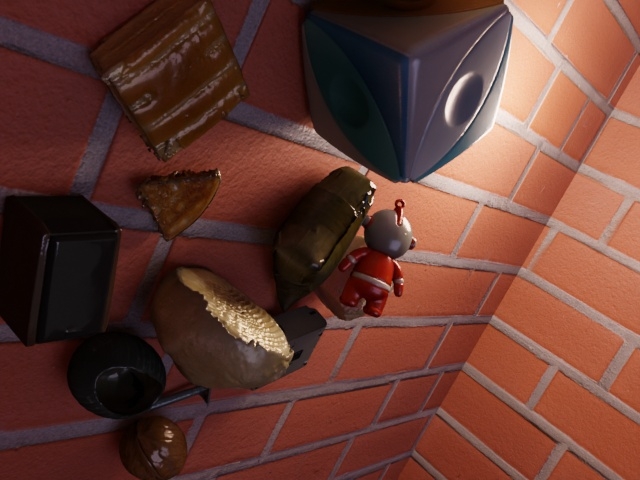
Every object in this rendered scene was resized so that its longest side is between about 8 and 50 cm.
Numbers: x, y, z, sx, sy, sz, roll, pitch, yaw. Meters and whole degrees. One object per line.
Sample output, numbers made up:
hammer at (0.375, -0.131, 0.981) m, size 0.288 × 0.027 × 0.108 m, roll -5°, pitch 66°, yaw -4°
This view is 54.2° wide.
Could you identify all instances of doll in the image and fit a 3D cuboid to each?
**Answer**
doll at (0.162, 0.037, 1.725) m, size 0.200 × 0.105 × 0.336 m, roll 24°, pitch 80°, yaw -13°

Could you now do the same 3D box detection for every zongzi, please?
zongzi at (0.000, 0.000, 1.729) m, size 0.356 × 0.174 × 0.393 m, roll -52°, pitch 168°, yaw -25°

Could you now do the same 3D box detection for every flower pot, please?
flower pot at (-0.460, 0.305, 1.421) m, size 0.189 × 0.157 × 0.243 m, roll -47°, pitch 145°, yaw -8°

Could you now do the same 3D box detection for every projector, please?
projector at (-0.118, 0.315, 1.839) m, size 0.250 × 0.108 × 0.198 m, roll -15°, pitch 141°, yaw -42°

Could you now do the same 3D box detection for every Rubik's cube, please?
Rubik's cube at (0.191, -0.382, 1.432) m, size 0.352 × 0.347 × 0.351 m, roll -32°, pitch 139°, yaw -29°

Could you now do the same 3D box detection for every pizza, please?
pizza at (-0.314, -0.103, 1.334) m, size 0.201 × 0.053 × 0.193 m, roll -44°, pitch 147°, yaw 5°

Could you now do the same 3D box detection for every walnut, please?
walnut at (-0.439, 0.549, 1.649) m, size 0.167 × 0.167 × 0.207 m, roll -41°, pitch 145°, yaw -18°

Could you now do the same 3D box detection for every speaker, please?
speaker at (-0.486, 0.049, 1.154) m, size 0.153 × 0.193 × 0.230 m, roll -5°, pitch 118°, yaw -46°

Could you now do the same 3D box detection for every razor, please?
razor at (-0.404, 0.425, 1.685) m, size 0.232 × 0.068 × 0.106 m, roll -11°, pitch 126°, yaw -37°

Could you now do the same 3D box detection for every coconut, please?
coconut at (0.116, 0.106, 1.865) m, size 0.245 × 0.233 × 0.233 m, roll -38°, pitch 142°, yaw -17°

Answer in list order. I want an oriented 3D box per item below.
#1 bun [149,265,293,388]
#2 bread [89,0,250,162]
bun at (-0.245, 0.228, 1.464) m, size 0.202 × 0.364 × 0.364 m, roll -53°, pitch 145°, yaw 4°
bread at (-0.273, -0.302, 1.167) m, size 0.246 × 0.111 × 0.239 m, roll -42°, pitch 143°, yaw -16°
